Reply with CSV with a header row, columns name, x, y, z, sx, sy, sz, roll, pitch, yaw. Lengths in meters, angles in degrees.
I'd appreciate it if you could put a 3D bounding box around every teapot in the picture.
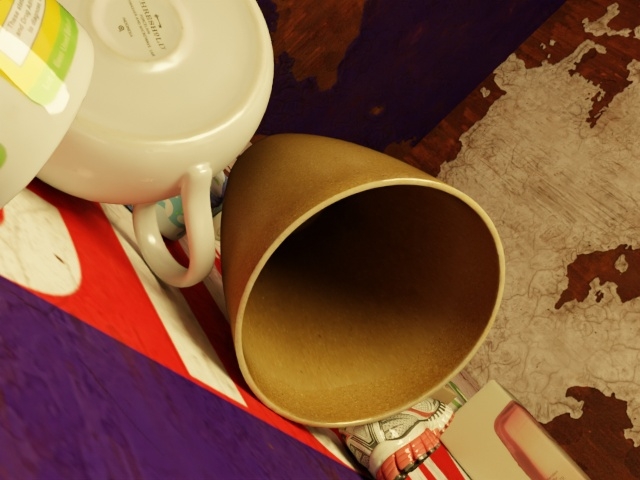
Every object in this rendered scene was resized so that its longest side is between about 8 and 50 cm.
name,x,y,z,sx,sy,sz,roll,pitch,yaw
teapot,-0.169,-0.124,0.706,0.253,0.256,0.187,24,-31,-15

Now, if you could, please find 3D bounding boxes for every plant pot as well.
name,x,y,z,sx,sy,sz,roll,pitch,yaw
plant pot,0.000,0.000,0.791,0.237,0.237,0.254,43,5,-36

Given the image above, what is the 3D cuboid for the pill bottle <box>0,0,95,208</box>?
name,x,y,z,sx,sy,sz,roll,pitch,yaw
pill bottle,-0.229,-0.117,0.357,0.246,0.136,0.136,43,6,-40

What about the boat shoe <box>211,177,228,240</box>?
name,x,y,z,sx,sy,sz,roll,pitch,yaw
boat shoe,-0.106,-0.043,1.179,0.079,0.095,0.254,58,16,11

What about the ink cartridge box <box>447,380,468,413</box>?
name,x,y,z,sx,sy,sz,roll,pitch,yaw
ink cartridge box,0.187,0.255,1.379,0.209,0.062,0.109,42,6,-49

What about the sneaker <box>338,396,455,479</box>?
name,x,y,z,sx,sy,sz,roll,pitch,yaw
sneaker,0.074,0.178,0.859,0.092,0.088,0.225,46,4,11

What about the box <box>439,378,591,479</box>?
name,x,y,z,sx,sy,sz,roll,pitch,yaw
box,0.307,0.345,1.281,0.232,0.127,0.149,50,6,37

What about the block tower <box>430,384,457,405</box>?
name,x,y,z,sx,sy,sz,roll,pitch,yaw
block tower,0.023,0.097,1.094,0.335,0.091,0.097,48,4,31

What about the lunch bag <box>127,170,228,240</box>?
name,x,y,z,sx,sy,sz,roll,pitch,yaw
lunch bag,-0.179,-0.091,0.933,0.176,0.090,0.219,49,5,-10
